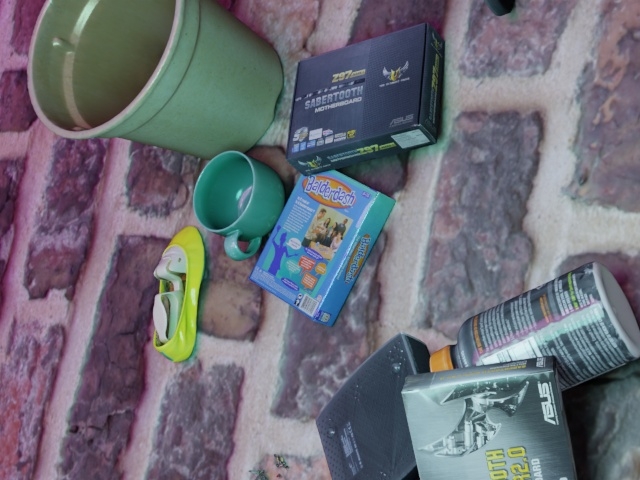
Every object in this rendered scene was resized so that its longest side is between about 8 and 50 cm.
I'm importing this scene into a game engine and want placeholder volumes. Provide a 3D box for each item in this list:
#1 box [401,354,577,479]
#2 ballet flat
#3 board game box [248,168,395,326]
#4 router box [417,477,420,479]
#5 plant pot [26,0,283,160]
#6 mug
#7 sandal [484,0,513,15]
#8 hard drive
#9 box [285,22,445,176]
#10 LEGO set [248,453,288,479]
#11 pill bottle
[{"bbox_3d":[0.209,0.262,1.592,0.183,0.056,0.231,-9,104,12],"label":"box"},{"bbox_3d":[-0.232,0.079,2.129,0.077,0.077,0.231,-12,67,38],"label":"ballet flat"},{"bbox_3d":[0.000,0.000,1.982,0.160,0.047,0.210,31,96,42],"label":"board game box"},{"bbox_3d":[0.137,0.389,1.733,0.179,0.046,0.133,-43,52,20],"label":"router box"},{"bbox_3d":[-0.234,-0.274,2.100,0.334,0.305,0.333,-14,67,36],"label":"plant pot"},{"bbox_3d":[-0.123,-0.051,2.070,0.129,0.097,0.157,21,89,42],"label":"mug"},{"bbox_3d":[0.265,-0.443,1.881,0.054,0.097,0.254,-2,73,39],"label":"sandal"},{"bbox_3d":[0.085,0.249,1.766,0.254,0.054,0.172,-52,47,46],"label":"hard drive"},{"bbox_3d":[0.065,-0.206,1.961,0.233,0.059,0.183,-11,56,31],"label":"box"},{"bbox_3d":[-0.078,0.351,1.947,0.083,0.023,0.054,-33,58,11],"label":"LEGO set"},{"bbox_3d":[0.259,0.131,1.645,0.246,0.130,0.130,-26,59,22],"label":"pill bottle"}]
